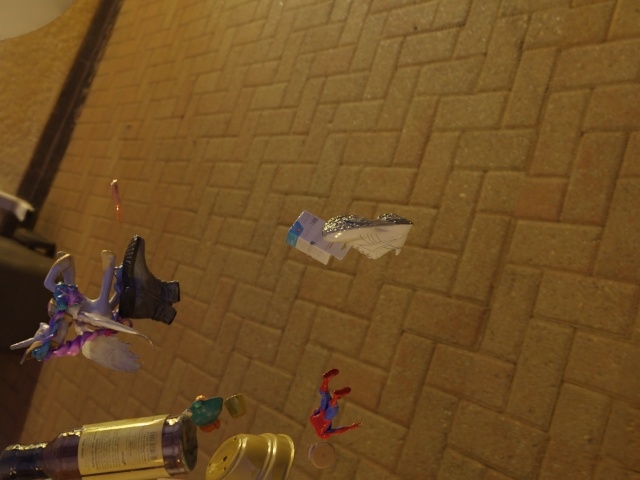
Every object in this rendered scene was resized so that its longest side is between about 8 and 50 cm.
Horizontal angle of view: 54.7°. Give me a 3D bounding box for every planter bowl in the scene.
[{"bbox_3d":[-0.159,0.449,1.211,0.217,0.090,0.217,-41,17,15],"label":"planter bowl"}]

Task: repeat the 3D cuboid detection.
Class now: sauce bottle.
[{"bbox_3d":[-0.402,0.385,1.120,0.345,0.111,0.111,-7,59,4],"label":"sauce bottle"}]

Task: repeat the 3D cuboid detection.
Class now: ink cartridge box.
[{"bbox_3d":[0.000,0.000,1.847,0.104,0.180,0.060,-54,-10,-39],"label":"ink cartridge box"}]

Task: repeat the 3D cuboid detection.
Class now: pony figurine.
[{"bbox_3d":[-0.636,0.211,1.740,0.303,0.351,0.363,128,154,-49],"label":"pony figurine"}]

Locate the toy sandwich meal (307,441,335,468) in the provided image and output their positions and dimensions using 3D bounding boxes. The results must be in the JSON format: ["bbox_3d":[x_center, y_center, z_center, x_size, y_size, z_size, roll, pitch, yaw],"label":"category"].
[{"bbox_3d":[0.001,0.618,1.789,0.029,0.086,0.085,-1,69,69],"label":"toy sandwich meal"}]

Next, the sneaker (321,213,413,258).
[{"bbox_3d":[0.137,-0.004,1.780,0.111,0.297,0.129,39,124,55],"label":"sneaker"}]

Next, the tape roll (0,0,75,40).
[{"bbox_3d":[-0.471,-0.423,0.858,0.100,0.286,0.286,98,180,-70],"label":"tape roll"}]

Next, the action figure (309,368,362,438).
[{"bbox_3d":[0.051,0.442,1.655,0.091,0.139,0.280,55,146,34],"label":"action figure"}]

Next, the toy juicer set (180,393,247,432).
[{"bbox_3d":[-0.398,0.554,1.960,0.209,0.329,0.089,-35,66,17],"label":"toy juicer set"}]

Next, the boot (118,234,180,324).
[{"bbox_3d":[-0.483,0.116,1.777,0.083,0.161,0.246,-10,74,56],"label":"boot"}]

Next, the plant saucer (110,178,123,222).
[{"bbox_3d":[-0.384,-0.074,1.163,0.083,0.013,0.083,172,90,-71],"label":"plant saucer"}]

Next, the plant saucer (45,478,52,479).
[{"bbox_3d":[-0.534,0.569,1.515,0.318,0.318,0.043,-32,64,32],"label":"plant saucer"}]

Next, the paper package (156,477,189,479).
[{"bbox_3d":[-0.317,0.834,1.727,0.325,0.309,0.168,-6,25,25],"label":"paper package"}]
